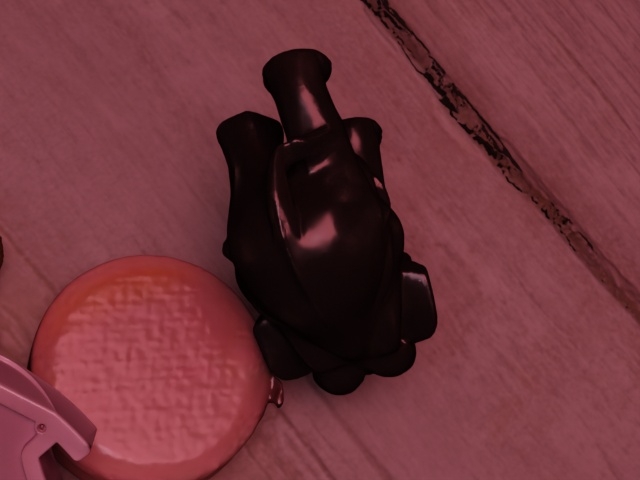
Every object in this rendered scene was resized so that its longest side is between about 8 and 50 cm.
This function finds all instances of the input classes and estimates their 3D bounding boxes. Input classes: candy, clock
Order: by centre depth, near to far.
[{"bbox_3d":[-0.324,0.247,1.342,0.290,0.080,0.275,25,97,-4],"label":"clock"},{"bbox_3d":[-0.168,0.139,1.486,0.255,0.094,0.255,5,69,-14],"label":"candy"}]

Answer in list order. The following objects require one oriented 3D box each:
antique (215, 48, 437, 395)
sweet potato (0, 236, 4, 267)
[{"bbox_3d":[0.000,0.000,1.471,0.185,0.322,0.255,-20,60,10],"label":"antique"},{"bbox_3d":[-0.354,0.156,1.428,0.114,0.092,0.341,3,70,-33],"label":"sweet potato"}]
